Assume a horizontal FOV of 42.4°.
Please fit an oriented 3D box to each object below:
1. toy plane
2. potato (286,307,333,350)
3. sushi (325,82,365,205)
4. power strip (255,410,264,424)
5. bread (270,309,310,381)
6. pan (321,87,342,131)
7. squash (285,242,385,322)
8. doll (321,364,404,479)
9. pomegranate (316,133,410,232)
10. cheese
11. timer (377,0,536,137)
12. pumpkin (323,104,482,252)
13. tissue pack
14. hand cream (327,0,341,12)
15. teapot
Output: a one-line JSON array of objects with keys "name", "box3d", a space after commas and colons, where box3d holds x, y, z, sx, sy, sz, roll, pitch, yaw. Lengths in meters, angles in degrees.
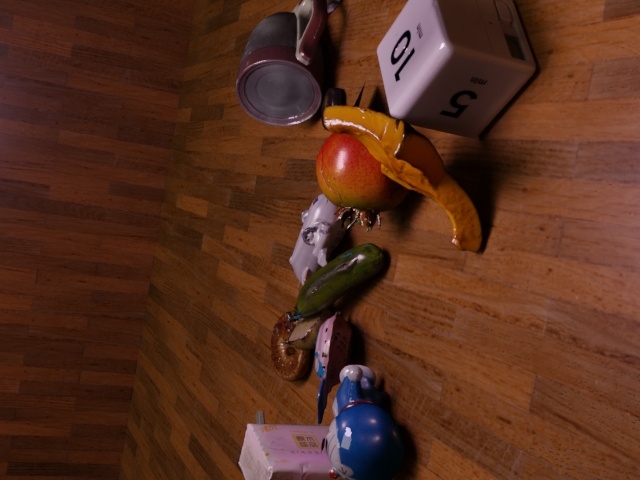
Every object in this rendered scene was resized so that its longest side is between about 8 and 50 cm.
[{"name": "toy plane", "box3d": [0.000, 0.000, 2.009, 0.245, 0.118, 0.244, -162, 90, -83]}, {"name": "potato", "box3d": [0.003, 0.198, 1.997, 0.101, 0.089, 0.172, -25, 30, 43]}, {"name": "sushi", "box3d": [0.081, -0.220, 1.910, 0.219, 0.047, 0.231, -67, -7, -57]}, {"name": "power strip", "box3d": [-0.169, 0.519, 2.322, 0.027, 0.017, 0.083, 124, 146, -46]}, {"name": "bread", "box3d": [-0.070, 0.272, 2.134, 0.193, 0.064, 0.193, -19, 68, 57]}, {"name": "pan", "box3d": [0.045, -0.327, 2.098, 0.212, 0.040, 0.114, -144, 60, -64]}, {"name": "squash", "box3d": [0.026, 0.098, 1.882, 0.331, 0.087, 0.087, -40, 45, 39]}, {"name": "doll", "box3d": [0.075, 0.371, 1.659, 0.257, 0.161, 0.215, -103, 2, -61]}, {"name": "pomegranate", "box3d": [0.092, -0.139, 1.724, 0.210, 0.210, 0.235, -10, 67, 65]}, {"name": "cheese", "box3d": [0.023, 0.271, 1.818, 0.286, 0.074, 0.188, -73, -15, -51]}, {"name": "timer", "box3d": [0.237, -0.325, 1.479, 0.195, 0.194, 0.192, -51, 38, 47]}, {"name": "pumpkin", "box3d": [0.161, -0.129, 1.500, 0.095, 0.290, 0.258, -47, 35, -4]}, {"name": "tissue pack", "box3d": [-0.041, 0.493, 1.793, 0.185, 0.225, 0.124, -134, 55, -61]}, {"name": "hand cream", "box3d": [0.042, -0.676, 2.209, 0.257, 0.050, 0.084, 137, 137, -67]}, {"name": "teapot", "box3d": [-0.079, -0.519, 2.227, 0.315, 0.233, 0.312, -42, 34, 42]}]
